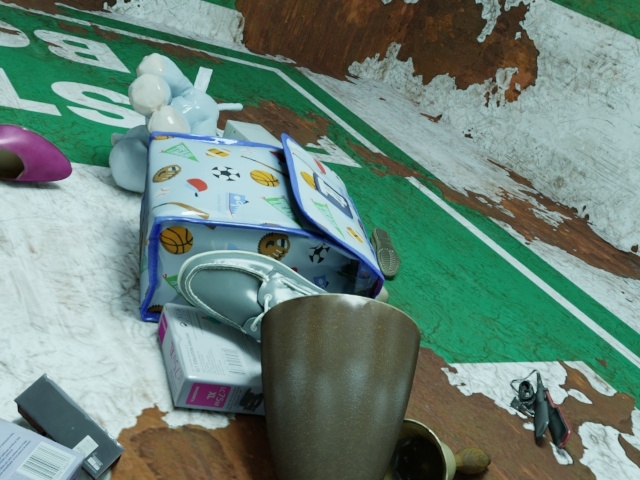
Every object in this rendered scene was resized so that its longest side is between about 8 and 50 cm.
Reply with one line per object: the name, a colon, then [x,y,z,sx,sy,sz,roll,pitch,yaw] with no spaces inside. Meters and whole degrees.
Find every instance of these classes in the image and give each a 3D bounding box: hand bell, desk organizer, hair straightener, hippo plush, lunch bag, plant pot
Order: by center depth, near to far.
desk organizer: [-0.291,0.220,0.931,0.130,0.050,0.047,42,58,6]
plant pot: [0.017,0.220,1.016,0.215,0.215,0.230,16,56,-16]
hand bell: [0.183,0.316,1.139,0.242,0.126,0.126,15,20,-50]
lunch bag: [-0.105,-0.027,1.370,0.385,0.239,0.328,6,32,-15]
hair straightener: [0.386,0.286,1.445,0.089,0.047,0.230,23,21,-1]
hippo plush: [-0.343,-0.233,1.649,0.234,0.236,0.294,48,28,-25]

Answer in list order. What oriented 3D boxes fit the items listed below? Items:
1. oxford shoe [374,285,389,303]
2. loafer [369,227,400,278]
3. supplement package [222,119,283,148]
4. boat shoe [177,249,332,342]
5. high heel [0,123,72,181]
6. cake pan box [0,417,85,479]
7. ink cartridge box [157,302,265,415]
oxford shoe: [0.000,0.000,1.578,0.397,0.146,0.140,39,14,32]
loafer: [0.139,0.035,1.791,0.056,0.050,0.148,13,39,-15]
supplement package: [-0.163,-0.209,1.982,0.105,0.105,0.179,4,28,-40]
boat shoe: [-0.054,0.101,1.175,0.319,0.116,0.099,23,4,-11]
high heel: [-0.613,-0.118,1.389,0.377,0.127,0.181,13,52,-34]
cake pan box: [-0.389,0.244,0.761,0.246,0.070,0.267,25,22,-1]
ink cartridge box: [-0.077,0.186,1.206,0.311,0.065,0.186,10,25,-25]
